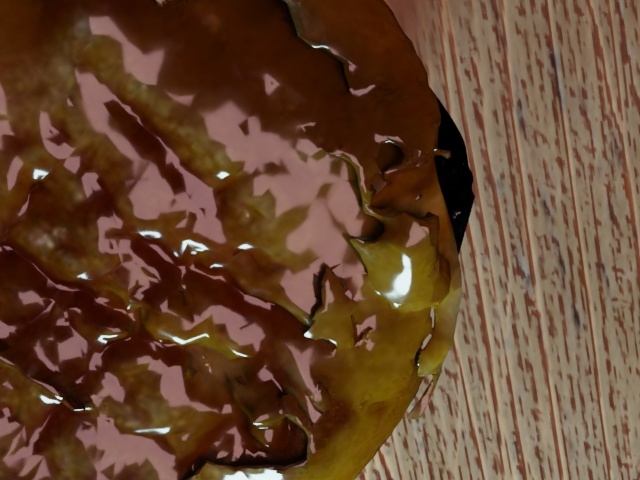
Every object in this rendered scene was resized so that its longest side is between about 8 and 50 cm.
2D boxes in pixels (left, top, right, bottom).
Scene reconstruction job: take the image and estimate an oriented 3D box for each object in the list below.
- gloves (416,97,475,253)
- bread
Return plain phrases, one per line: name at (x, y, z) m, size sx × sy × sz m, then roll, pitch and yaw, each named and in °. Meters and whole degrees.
gloves at (0.000, 0.000, 0.883) m, size 0.164 × 0.124 × 0.203 m, roll 42°, pitch 117°, yaw 2°
bread at (-0.119, -0.011, 0.720) m, size 0.358 × 0.204 × 0.336 m, roll -11°, pitch 109°, yaw -1°
